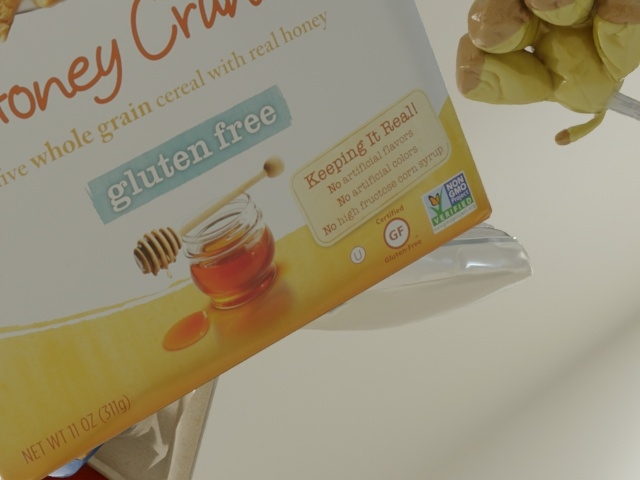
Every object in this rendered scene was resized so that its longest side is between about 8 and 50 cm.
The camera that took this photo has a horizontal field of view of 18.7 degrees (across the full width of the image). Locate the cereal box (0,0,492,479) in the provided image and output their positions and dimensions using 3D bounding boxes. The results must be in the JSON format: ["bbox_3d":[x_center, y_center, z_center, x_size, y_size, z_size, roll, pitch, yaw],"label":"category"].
[{"bbox_3d":[-0.066,-0.077,0.533,0.173,0.047,0.240,-30,-71,-22],"label":"cereal box"}]

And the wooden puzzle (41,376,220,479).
[{"bbox_3d":[-0.219,0.072,1.120,0.080,0.322,0.348,-46,-16,-40],"label":"wooden puzzle"}]

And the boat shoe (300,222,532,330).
[{"bbox_3d":[0.000,0.000,0.751,0.184,0.066,0.063,-4,-109,-27],"label":"boat shoe"}]

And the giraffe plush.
[{"bbox_3d":[0.221,-0.209,1.722,0.210,0.181,0.170,31,-137,-33],"label":"giraffe plush"}]
